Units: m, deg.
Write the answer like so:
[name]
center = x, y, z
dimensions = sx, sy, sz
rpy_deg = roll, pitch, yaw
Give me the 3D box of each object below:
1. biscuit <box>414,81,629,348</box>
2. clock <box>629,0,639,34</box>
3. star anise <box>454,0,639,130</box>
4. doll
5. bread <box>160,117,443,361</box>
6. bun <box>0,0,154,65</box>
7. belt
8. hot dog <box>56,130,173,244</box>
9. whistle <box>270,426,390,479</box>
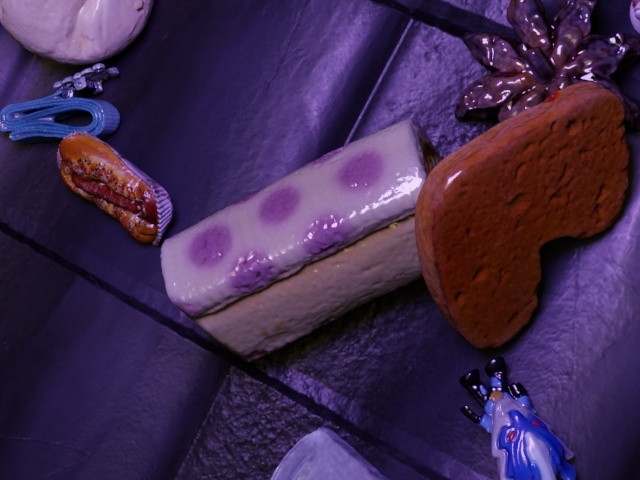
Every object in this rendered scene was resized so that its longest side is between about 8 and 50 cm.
[biscuit]
center = 0.233, -0.026, 1.322
dimensions = 0.277, 0.262, 0.052
rpy_deg = -32, 38, -9
[clock]
center = 0.410, -0.309, 1.311
dimensions = 0.092, 0.166, 0.162
rpy_deg = 34, 86, 21
[star anise]
center = 0.260, -0.194, 1.376
dimensions = 0.223, 0.109, 0.236
rpy_deg = -44, 72, 13
[doll]
center = 0.228, 0.228, 1.334
dimensions = 0.096, 0.070, 0.195
rpy_deg = -21, 68, -17
[bread]
center = 0.000, 0.000, 1.390
dimensions = 0.338, 0.187, 0.155
rpy_deg = -26, 45, 15
[bun]
center = -0.340, -0.376, 1.572
dimensions = 0.259, 0.160, 0.259
rpy_deg = -1, 72, 3
[belt]
center = -0.365, -0.183, 1.622
dimensions = 0.179, 0.065, 0.100
rpy_deg = -4, 89, 19
[hot dog]
center = -0.275, -0.071, 1.555
dimensions = 0.191, 0.059, 0.108
rpy_deg = 34, 137, 17
[whistle]
center = 0.082, 0.370, 1.294
dimensions = 0.404, 0.188, 0.168
rpy_deg = 36, 94, 22
